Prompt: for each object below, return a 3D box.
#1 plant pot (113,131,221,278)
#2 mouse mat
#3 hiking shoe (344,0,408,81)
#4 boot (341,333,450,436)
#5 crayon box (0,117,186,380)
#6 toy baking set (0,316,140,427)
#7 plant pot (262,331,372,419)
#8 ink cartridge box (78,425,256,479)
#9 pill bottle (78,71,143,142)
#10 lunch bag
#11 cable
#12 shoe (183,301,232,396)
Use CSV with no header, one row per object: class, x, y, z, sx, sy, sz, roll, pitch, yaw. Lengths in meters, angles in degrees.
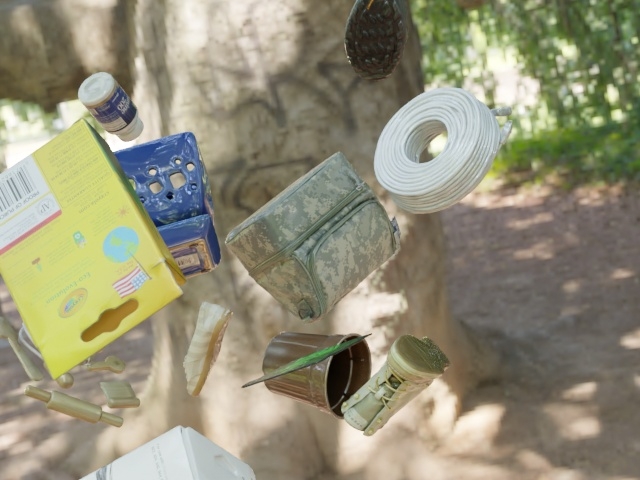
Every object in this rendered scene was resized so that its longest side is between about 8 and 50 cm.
plant pot,-0.310,-0.041,2.222,0.236,0.212,0.236,-16,-23,-5
mouse mat,-0.019,0.183,1.802,0.152,0.007,0.189,-22,-3,29
hiking shoe,0.087,-0.323,1.550,0.086,0.227,0.114,13,35,14
boot,0.098,0.214,1.707,0.165,0.077,0.213,-43,-14,10
crayon box,-0.315,0.018,1.546,0.202,0.318,0.081,-33,-30,1
toy baking set,-0.408,0.207,1.872,0.256,0.030,0.197,22,25,-27
plant pot,-0.012,0.249,2.280,0.165,0.167,0.167,7,18,34
ink cartridge box,-0.231,0.374,1.526,0.272,0.115,0.198,-29,-36,11
pill bottle,-0.345,-0.219,1.965,0.067,0.120,0.067,-14,52,19
lunch bag,0.000,0.000,2.461,0.305,0.256,0.212,-41,7,-36
cable,0.224,-0.176,2.288,0.257,0.257,0.089,11,-20,44
shoe,-0.224,0.206,2.247,0.058,0.219,0.076,23,32,3
